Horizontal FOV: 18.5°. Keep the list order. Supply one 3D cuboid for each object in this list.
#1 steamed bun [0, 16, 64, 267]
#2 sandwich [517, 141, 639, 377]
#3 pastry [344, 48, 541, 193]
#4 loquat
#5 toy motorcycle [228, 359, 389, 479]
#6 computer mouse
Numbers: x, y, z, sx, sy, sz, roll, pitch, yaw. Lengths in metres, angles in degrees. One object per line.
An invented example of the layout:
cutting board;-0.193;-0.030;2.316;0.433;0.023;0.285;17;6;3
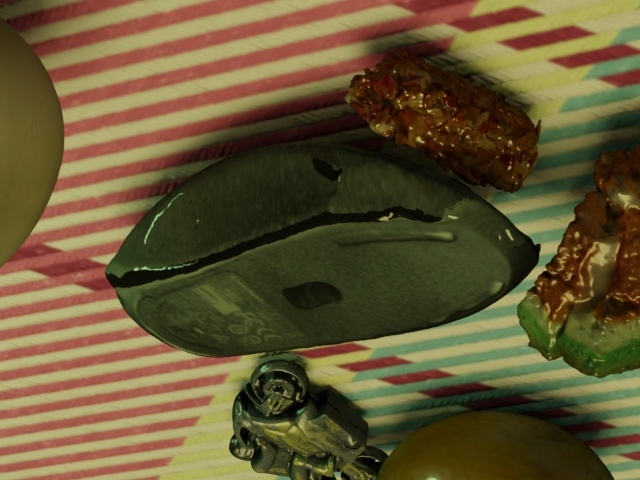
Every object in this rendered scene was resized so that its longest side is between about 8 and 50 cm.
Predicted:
steamed bun;-0.332;-0.100;1.358;0.324;0.324;0.206;22;101;-18
sandwich;0.242;0.007;1.475;0.184;0.109;0.160;-31;138;-17
pastry;0.096;-0.094;1.456;0.169;0.087;0.063;23;115;-36
loquat;0.162;0.243;1.797;0.227;0.179;0.179;-7;140;14
toy motorcycle;-0.024;0.187;1.843;0.124;0.061;0.193;-25;126;26
computer mouse;0.000;-0.004;1.547;0.373;0.114;0.203;-11;143;31
